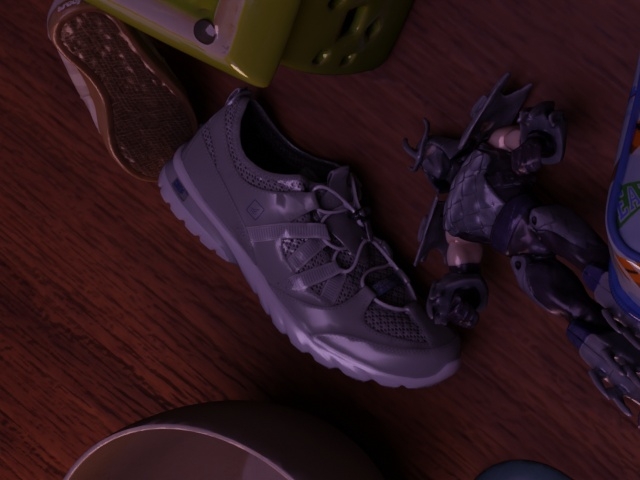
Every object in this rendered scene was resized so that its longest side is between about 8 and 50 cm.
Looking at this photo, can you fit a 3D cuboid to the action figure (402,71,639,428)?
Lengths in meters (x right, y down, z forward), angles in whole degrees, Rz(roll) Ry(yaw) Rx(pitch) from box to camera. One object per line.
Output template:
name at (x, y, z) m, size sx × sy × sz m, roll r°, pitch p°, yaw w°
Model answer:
action figure at (0.153, 0.002, 1.185) m, size 0.285 × 0.099 × 0.185 m, roll 43°, pitch 134°, yaw 32°

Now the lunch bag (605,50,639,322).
lunch bag at (0.332, -0.044, 1.027) m, size 0.303 × 0.243 × 0.115 m, roll 9°, pitch 150°, yaw 19°

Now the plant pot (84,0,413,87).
plant pot at (-0.054, -0.242, 1.173) m, size 0.227 × 0.207 × 0.228 m, roll 29°, pitch 117°, yaw 17°

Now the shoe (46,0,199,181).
shoe at (-0.150, -0.126, 1.305) m, size 0.076 × 0.219 × 0.058 m, roll -25°, pitch 53°, yaw -1°

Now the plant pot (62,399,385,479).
plant pot at (-0.044, 0.242, 1.342) m, size 0.284 × 0.191 × 0.284 m, roll 9°, pitch 111°, yaw 26°

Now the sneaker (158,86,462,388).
sneaker at (0.000, 0.000, 1.285) m, size 0.281 × 0.105 × 0.115 m, roll 40°, pitch 121°, yaw 11°

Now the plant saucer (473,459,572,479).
plant saucer at (0.161, 0.230, 1.328) m, size 0.119 × 0.021 × 0.119 m, roll 10°, pitch 112°, yaw 25°
